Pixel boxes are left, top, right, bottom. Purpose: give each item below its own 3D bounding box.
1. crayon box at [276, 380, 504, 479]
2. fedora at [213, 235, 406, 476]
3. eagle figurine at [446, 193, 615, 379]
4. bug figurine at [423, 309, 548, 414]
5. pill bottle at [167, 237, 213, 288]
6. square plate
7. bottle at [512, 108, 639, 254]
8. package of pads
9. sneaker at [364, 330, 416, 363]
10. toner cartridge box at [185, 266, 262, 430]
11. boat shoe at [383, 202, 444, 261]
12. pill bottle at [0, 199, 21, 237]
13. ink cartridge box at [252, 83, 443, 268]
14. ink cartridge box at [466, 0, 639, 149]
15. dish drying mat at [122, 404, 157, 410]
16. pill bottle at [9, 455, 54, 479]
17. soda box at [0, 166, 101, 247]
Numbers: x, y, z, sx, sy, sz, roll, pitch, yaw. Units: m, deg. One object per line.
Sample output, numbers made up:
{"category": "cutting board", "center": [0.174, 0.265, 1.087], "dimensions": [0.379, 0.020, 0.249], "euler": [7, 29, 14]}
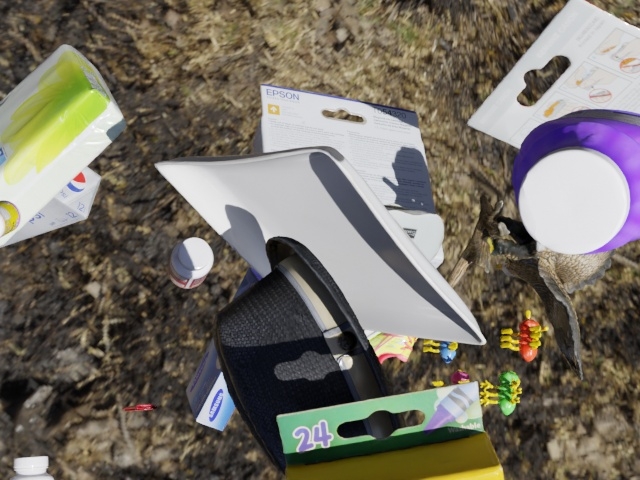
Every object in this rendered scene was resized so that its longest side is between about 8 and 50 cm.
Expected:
{"category": "crayon box", "center": [0.082, 0.314, 0.848], "dimensions": [0.203, 0.083, 0.323], "euler": [-10, 102, 2]}
{"category": "fedora", "center": [-0.031, 0.167, 1.069], "dimensions": [0.152, 0.334, 0.334], "euler": [-26, 106, -13]}
{"category": "eagle figurine", "center": [0.362, 0.049, 1.410], "dimensions": [0.298, 0.225, 0.226], "euler": [32, 106, -13]}
{"category": "bug figurine", "center": [0.342, 0.255, 1.845], "dimensions": [0.279, 0.216, 0.072], "euler": [-7, 152, 40]}
{"category": "pill bottle", "center": [-0.264, 0.043, 1.803], "dimensions": [0.086, 0.152, 0.086], "euler": [4, 75, -14]}
{"category": "square plate", "center": [0.000, 0.000, 1.106], "dimensions": [0.347, 0.049, 0.344], "euler": [2, 141, 49]}
{"category": "bottle", "center": [0.208, -0.048, 0.671], "dimensions": [0.118, 0.283, 0.092], "euler": [9, 104, 20]}
{"category": "package of pads", "center": [-0.463, -0.161, 1.425], "dimensions": [0.296, 0.229, 0.101], "euler": [-42, 130, 3]}
{"category": "sneaker", "center": [0.164, 0.192, 1.756], "dimensions": [0.208, 0.081, 0.094], "euler": [-34, 62, 12]}
{"category": "toner cartridge box", "center": [-0.196, 0.248, 2.057], "dimensions": [0.075, 0.165, 0.348], "euler": [25, 97, -21]}
{"category": "boat shoe", "center": [0.110, -0.018, 1.273], "dimensions": [0.070, 0.219, 0.078], "euler": [23, 93, 33]}
{"category": "pill bottle", "center": [-0.414, -0.023, 1.115], "dimensions": [0.043, 0.083, 0.044], "euler": [1, 103, 3]}
{"category": "ink cartridge box", "center": [0.043, -0.109, 1.581], "dimensions": [0.324, 0.330, 0.071], "euler": [7, 146, -21]}
{"category": "ink cartridge box", "center": [0.443, -0.194, 1.225], "dimensions": [0.384, 0.091, 0.308], "euler": [21, 151, -8]}
{"category": "dish drying mat", "center": [-0.261, 0.242, 1.275], "dimensions": [0.032, 0.083, 0.008], "euler": [2, 77, -26]}
{"category": "pill bottle", "center": [-0.412, 0.368, 1.258], "dimensions": [0.065, 0.065, 0.116], "euler": [-7, 77, 12]}
{"category": "soda box", "center": [-0.521, -0.070, 1.567], "dimensions": [0.286, 0.091, 0.098], "euler": [-14, 142, 39]}
